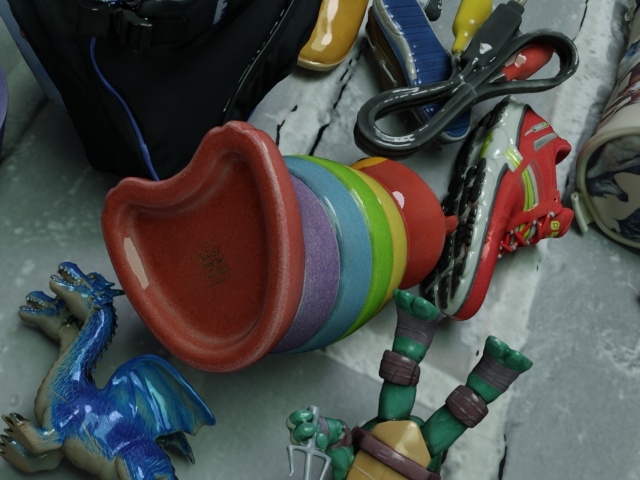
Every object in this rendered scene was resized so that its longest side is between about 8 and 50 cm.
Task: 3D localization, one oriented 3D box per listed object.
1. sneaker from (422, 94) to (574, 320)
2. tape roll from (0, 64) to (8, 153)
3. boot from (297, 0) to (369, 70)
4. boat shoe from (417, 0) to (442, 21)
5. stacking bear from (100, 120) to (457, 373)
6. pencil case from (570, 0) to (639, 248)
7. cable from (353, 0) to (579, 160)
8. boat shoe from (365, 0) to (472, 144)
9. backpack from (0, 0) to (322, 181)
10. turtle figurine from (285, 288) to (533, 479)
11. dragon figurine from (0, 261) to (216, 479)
[{"bbox_3d":[0.183,-0.028,1.009,0.118,0.107,0.279,32,52,-6],"label":"sneaker"},{"bbox_3d":[-0.352,-0.101,0.850,0.189,0.080,0.189,11,54,-16],"label":"tape roll"},{"bbox_3d":[0.030,-0.339,1.082,0.104,0.211,0.295,17,54,-10],"label":"boot"},{"bbox_3d":[0.111,-0.305,1.202,0.040,0.049,0.142,22,52,-32],"label":"boat shoe"},{"bbox_3d":[0.000,0.000,0.851,0.289,0.175,0.164,-11,80,-53],"label":"stacking bear"},{"bbox_3d":[0.392,-0.173,1.157,0.160,0.183,0.410,48,48,-24],"label":"pencil case"},{"bbox_3d":[0.147,-0.148,1.031,0.139,0.072,0.287,39,62,5],"label":"cable"},{"bbox_3d":[0.099,-0.171,1.089,0.066,0.066,0.183,-9,67,-29],"label":"boat shoe"},{"bbox_3d":[-0.121,-0.198,0.889,0.213,0.276,0.263,31,67,23],"label":"backpack"},{"bbox_3d":[0.053,0.165,0.793,0.175,0.118,0.234,29,83,-4],"label":"turtle figurine"},{"bbox_3d":[-0.134,0.140,0.774,0.289,0.085,0.144,40,53,8],"label":"dragon figurine"}]
